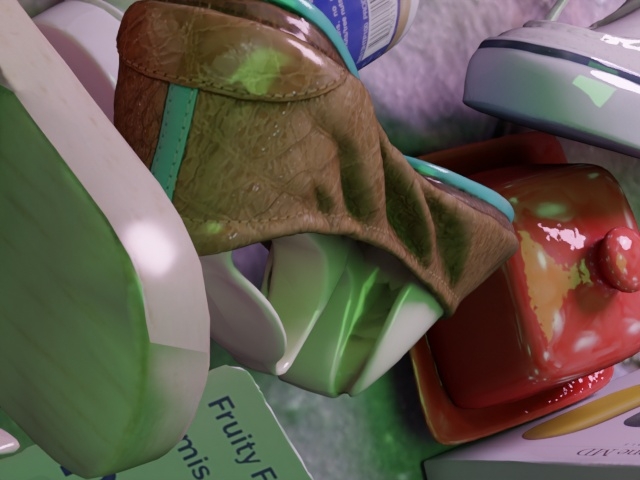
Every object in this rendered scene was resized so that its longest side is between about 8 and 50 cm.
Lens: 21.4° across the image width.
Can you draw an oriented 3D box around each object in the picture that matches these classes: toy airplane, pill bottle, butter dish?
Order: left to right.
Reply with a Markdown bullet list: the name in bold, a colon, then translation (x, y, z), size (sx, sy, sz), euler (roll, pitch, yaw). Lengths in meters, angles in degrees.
- **toy airplane**: translation (-0.203, -0.110, 0.489), size (0.272, 0.386, 0.384), euler (-27, 104, -32)
- **pill bottle**: translation (-0.051, -0.101, 0.793), size (0.186, 0.112, 0.112), euler (-35, 108, -36)
- **butter dish**: translation (0.128, 0.018, 0.923), size (0.160, 0.118, 0.160), euler (-14, 91, -40)

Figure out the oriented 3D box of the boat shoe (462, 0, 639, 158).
- **boat shoe**: translation (0.219, -0.122, 0.969), size (0.367, 0.136, 0.156), euler (3, 102, -48)

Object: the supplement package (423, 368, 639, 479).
- **supplement package**: translation (0.234, 0.179, 0.949), size (0.262, 0.199, 0.198), euler (-16, 96, -40)

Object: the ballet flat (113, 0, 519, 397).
- **ballet flat**: translation (0.000, 0.000, 0.721), size (0.342, 0.116, 0.124), euler (37, 69, -69)

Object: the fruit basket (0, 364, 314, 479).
- **fruit basket**: translation (-0.104, 0.243, 0.569), size (0.327, 0.353, 0.165), euler (62, 19, -18)
